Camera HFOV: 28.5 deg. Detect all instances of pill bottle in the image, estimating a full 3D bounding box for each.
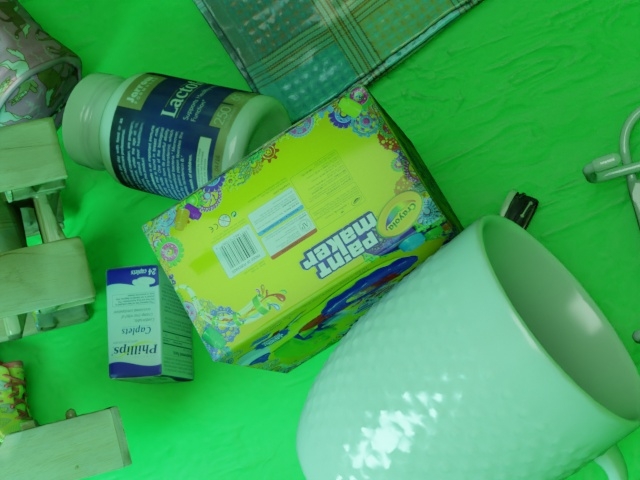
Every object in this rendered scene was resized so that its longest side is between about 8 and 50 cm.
[{"bbox_3d":[-0.181,-0.128,1.584,0.264,0.153,0.153,14,85,23],"label":"pill bottle"}]

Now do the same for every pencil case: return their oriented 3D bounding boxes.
[{"bbox_3d":[-0.497,-0.282,1.698,0.386,0.160,0.167,38,127,17],"label":"pencil case"}]

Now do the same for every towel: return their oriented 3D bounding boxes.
[{"bbox_3d":[0.032,-0.335,1.625,0.370,0.040,0.271,-35,75,7],"label":"towel"}]

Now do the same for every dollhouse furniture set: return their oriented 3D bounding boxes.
[{"bbox_3d":[-0.394,0.099,1.466,0.256,0.362,0.394,-13,85,-14],"label":"dollhouse furniture set"}]

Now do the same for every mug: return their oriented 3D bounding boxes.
[{"bbox_3d":[0.177,0.210,1.398,0.328,0.276,0.374,-40,103,22],"label":"mug"}]

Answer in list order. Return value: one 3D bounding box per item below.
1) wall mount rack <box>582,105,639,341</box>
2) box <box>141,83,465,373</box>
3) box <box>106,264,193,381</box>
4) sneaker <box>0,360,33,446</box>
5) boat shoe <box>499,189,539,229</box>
[{"bbox_3d":[0.471,-0.023,1.409,0.304,0.130,0.350,-17,78,12],"label":"wall mount rack"},{"bbox_3d":[0.000,0.000,1.455,0.290,0.279,0.177,-33,75,9],"label":"box"},{"bbox_3d":[-0.212,0.107,1.574,0.072,0.126,0.137,-6,80,12],"label":"box"},{"bbox_3d":[-0.413,0.202,1.638,0.094,0.081,0.208,-44,73,2],"label":"sneaker"},{"bbox_3d":[0.225,0.001,1.517,0.038,0.046,0.125,20,79,22],"label":"boat shoe"}]
